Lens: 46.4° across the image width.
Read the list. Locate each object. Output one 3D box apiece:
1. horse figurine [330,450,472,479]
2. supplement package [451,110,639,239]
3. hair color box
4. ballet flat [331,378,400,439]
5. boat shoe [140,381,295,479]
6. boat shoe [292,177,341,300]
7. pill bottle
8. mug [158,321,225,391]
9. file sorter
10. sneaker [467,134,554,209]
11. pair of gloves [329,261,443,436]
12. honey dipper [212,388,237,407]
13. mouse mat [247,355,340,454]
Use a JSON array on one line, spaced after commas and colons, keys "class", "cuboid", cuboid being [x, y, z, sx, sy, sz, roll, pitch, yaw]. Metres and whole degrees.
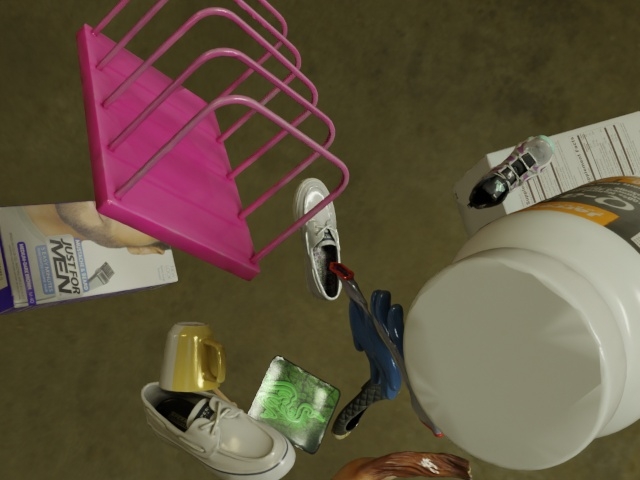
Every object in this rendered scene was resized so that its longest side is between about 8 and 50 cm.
[{"class": "horse figurine", "cuboid": [0.052, 0.291, 0.764, 0.174, 0.066, 0.263, 12, 121, -19]}, {"class": "supplement package", "cuboid": [0.387, -0.056, 1.208, 0.262, 0.199, 0.198, -16, 82, -9]}, {"class": "hair color box", "cuboid": [-0.458, 0.022, 1.438, 0.338, 0.110, 0.185, -8, 83, -46]}, {"class": "ballet flat", "cuboid": [0.067, 0.276, 1.207, 0.049, 0.173, 0.057, 45, 38, 16]}, {"class": "boat shoe", "cuboid": [-0.157, 0.267, 1.078, 0.096, 0.267, 0.088, -47, 135, -31]}, {"class": "boat shoe", "cuboid": [0.000, 0.000, 1.103, 0.066, 0.063, 0.184, -3, 96, -22]}, {"class": "pill bottle", "cuboid": [0.187, 0.047, 0.544, 0.278, 0.162, 0.162, -17, 87, -51]}, {"class": "mug", "cuboid": [-0.125, 0.117, 0.760, 0.078, 0.062, 0.064, 2, 90, 12]}, {"class": "file sorter", "cuboid": [-0.115, -0.147, 0.803, 0.182, 0.202, 0.291, -38, 48, 21]}, {"class": "sneaker", "cuboid": [0.184, -0.060, 0.731, 0.038, 0.098, 0.069, 47, 39, 2]}, {"class": "pair of gloves", "cuboid": [0.062, 0.106, 0.731, 0.023, 0.198, 0.159, -26, 110, -12]}, {"class": "honey dipper", "cuboid": [-0.218, 0.268, 1.421, 0.160, 0.030, 0.030, 43, 77, 11]}, {"class": "mouse mat", "cuboid": [-0.053, 0.349, 1.579, 0.189, 0.007, 0.153, 33, 70, -23]}]
